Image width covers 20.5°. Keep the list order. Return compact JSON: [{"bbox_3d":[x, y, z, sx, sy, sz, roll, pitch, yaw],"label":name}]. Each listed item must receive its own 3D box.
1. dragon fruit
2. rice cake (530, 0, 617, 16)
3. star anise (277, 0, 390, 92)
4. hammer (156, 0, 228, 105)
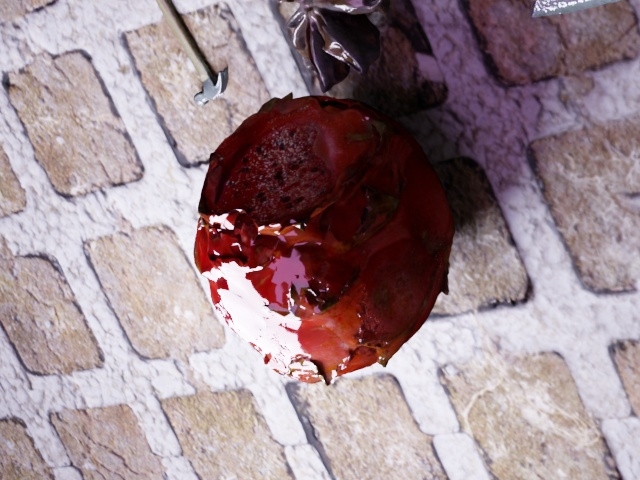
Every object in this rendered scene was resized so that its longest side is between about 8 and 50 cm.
[{"bbox_3d":[0.000,0.000,1.921,0.295,0.295,0.302,18,130,30],"label":"dragon fruit"},{"bbox_3d":[0.287,-0.250,1.712,0.207,0.033,0.033,-8,121,43],"label":"rice cake"},{"bbox_3d":[0.011,-0.273,1.880,0.209,0.089,0.231,34,126,43],"label":"star anise"},{"bbox_3d":[-0.165,-0.248,2.094,0.062,0.017,0.182,-22,101,44],"label":"hammer"}]
